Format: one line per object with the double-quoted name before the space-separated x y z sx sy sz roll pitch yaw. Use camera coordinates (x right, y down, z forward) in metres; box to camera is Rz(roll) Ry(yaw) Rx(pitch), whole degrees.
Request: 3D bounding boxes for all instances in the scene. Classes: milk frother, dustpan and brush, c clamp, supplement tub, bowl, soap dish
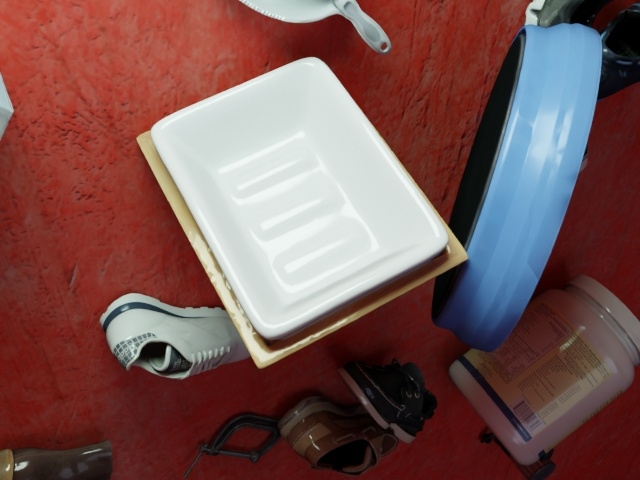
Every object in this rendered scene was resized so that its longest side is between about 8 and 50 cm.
"milk frother" 0.477 0.516 1.622 0.143 0.135 0.129 -19 134 -20
"dustpan and brush" 0.003 -0.259 0.665 0.147 0.060 0.211 -46 137 9
"c clamp" -0.138 0.347 1.136 0.160 0.022 0.137 21 106 -44
"supplement tub" 0.436 0.241 1.277 0.325 0.235 0.235 -39 138 0
"bowl" 0.217 -0.065 0.796 0.077 0.391 0.391 16 126 6
"soap dish" -0.026 -0.034 0.695 0.228 0.291 0.118 -27 155 -13

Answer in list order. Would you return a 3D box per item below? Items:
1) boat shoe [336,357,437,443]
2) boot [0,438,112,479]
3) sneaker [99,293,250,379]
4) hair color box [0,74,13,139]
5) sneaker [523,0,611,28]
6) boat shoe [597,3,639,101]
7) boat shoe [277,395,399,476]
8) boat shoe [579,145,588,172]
"boat shoe" 0.134 0.265 1.171 0.113 0.127 0.340 -40 140 0
"boot" -0.404 0.386 0.930 0.206 0.090 0.248 0 122 -32
"sneaker" -0.172 0.141 0.875 0.235 0.095 0.090 14 116 -43
"hair color box" -0.442 -0.098 0.461 0.374 0.114 0.185 15 116 -43
"sneaker" 0.326 -0.336 0.787 0.078 0.106 0.234 -11 131 -28
"boat shoe" 0.421 -0.256 0.877 0.258 0.109 0.089 -42 172 -33
"boat shoe" 0.051 0.373 1.210 0.123 0.116 0.324 -50 141 13
"boat shoe" 0.318 -0.100 1.020 0.219 0.078 0.070 -38 140 -12
